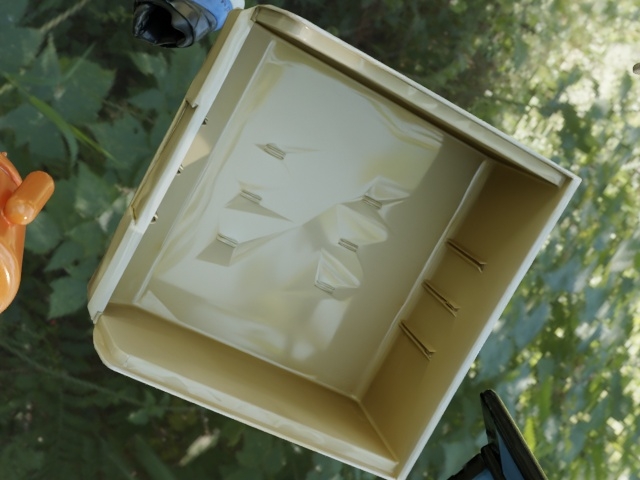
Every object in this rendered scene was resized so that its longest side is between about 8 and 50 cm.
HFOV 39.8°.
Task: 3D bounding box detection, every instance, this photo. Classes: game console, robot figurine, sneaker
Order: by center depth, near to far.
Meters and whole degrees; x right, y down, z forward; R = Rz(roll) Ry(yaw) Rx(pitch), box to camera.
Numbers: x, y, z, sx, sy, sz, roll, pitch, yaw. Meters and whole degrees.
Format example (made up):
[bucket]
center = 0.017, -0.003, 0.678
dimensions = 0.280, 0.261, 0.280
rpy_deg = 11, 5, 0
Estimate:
[game console]
center = 0.101, 0.172, 0.526
dimensions = 0.071, 0.122, 0.107
rpy_deg = -21, 133, -4
[robot figurine]
center = -0.325, -0.009, 0.783
dimensions = 0.128, 0.219, 0.158
rpy_deg = 24, 118, -30
[sneaker]
center = -0.151, -0.222, 0.789
dimensions = 0.084, 0.152, 0.058
rpy_deg = -45, 156, -29

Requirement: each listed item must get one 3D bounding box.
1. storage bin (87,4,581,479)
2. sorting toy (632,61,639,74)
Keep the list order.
[storage bin]
center = 0.000, 0.000, 0.656
dimensions = 0.262, 0.260, 0.123
rpy_deg = -61, -160, 8
[sorting toy]
center = 0.505, -0.236, 1.040
dimensions = 0.208, 0.193, 0.038
rpy_deg = -31, 120, -30
